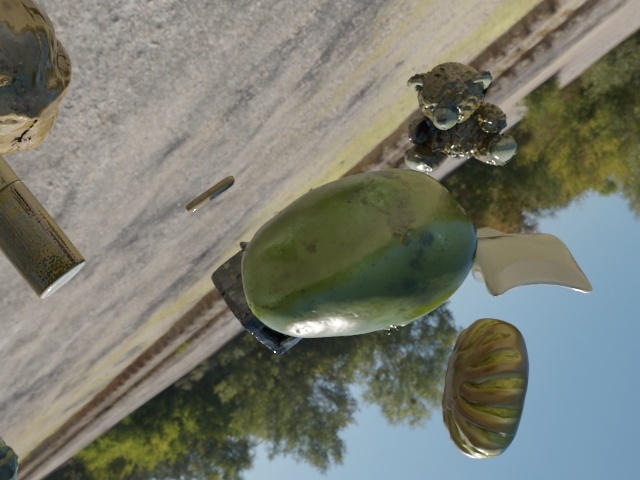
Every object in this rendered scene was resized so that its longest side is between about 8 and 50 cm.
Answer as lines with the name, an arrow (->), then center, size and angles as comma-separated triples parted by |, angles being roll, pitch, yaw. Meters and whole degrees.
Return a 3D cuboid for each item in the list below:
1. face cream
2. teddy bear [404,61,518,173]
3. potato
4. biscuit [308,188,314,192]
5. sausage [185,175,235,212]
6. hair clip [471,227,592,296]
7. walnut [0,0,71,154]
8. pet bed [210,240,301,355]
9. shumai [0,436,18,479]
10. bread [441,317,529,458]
face cream -> -0.613, -0.028, 1.238 | 0.139, 0.285, 0.067 | -37, -177, 17
teddy bear -> 0.309, -0.290, 1.395 | 0.267, 0.256, 0.156 | -2, -126, 22
potato -> 0.050, 0.016, 0.782 | 0.304, 0.216, 0.216 | -8, 174, -2
biscuit -> 0.000, 0.000, 1.442 | 0.025, 0.231, 0.131 | -2, 164, 32
sausage -> -0.222, -0.094, 1.234 | 0.132, 0.024, 0.024 | -29, 179, 27
hair clip -> 0.353, 0.032, 1.124 | 0.172, 0.113, 0.282 | -2, -179, -4
walnut -> -0.364, -0.185, 0.603 | 0.198, 0.245, 0.198 | -51, 166, -19
pet bed -> -0.103, 0.111, 1.294 | 0.159, 0.183, 0.211 | -43, -141, -3
shumai -> -0.562, 0.350, 0.924 | 0.184, 0.184, 0.142 | -35, -157, -9
bread -> 0.246, 0.224, 0.933 | 0.213, 0.104, 0.213 | -165, -90, -89
